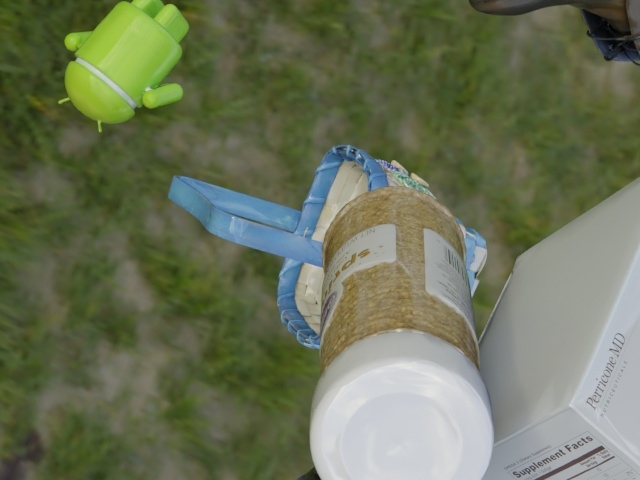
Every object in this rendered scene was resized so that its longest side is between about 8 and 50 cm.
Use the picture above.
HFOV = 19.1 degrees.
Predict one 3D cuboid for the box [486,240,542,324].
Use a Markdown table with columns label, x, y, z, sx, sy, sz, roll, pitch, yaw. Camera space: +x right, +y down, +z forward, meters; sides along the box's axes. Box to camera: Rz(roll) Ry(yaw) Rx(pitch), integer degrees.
| label | x | y | z | sx | sy | sz | roll | pitch | yaw |
| --- | --- | --- | --- | --- | --- | --- | --- | --- | --- |
| box | 0.283 | 0.142 | 2.097 | 0.163 | 0.247 | 0.142 | 25 | 120 | -11 |

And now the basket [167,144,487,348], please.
| label | x | y | z | sx | sy | sz | roll | pitch | yaw |
| --- | --- | --- | --- | --- | --- | --- | --- | --- | --- |
| basket | 0.000 | 0.000 | 1.923 | 0.289 | 0.255 | 0.201 | 12 | 99 | -19 |

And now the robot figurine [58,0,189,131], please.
| label | x | y | z | sx | sy | sz | roll | pitch | yaw |
| --- | --- | --- | --- | --- | --- | --- | --- | --- | --- |
| robot figurine | -0.156 | -0.142 | 1.503 | 0.115 | 0.101 | 0.067 | -52 | 160 | -6 |

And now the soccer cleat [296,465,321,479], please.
| label | x | y | z | sx | sy | sz | roll | pitch | yaw |
| --- | --- | --- | --- | --- | --- | --- | --- | --- | --- |
| soccer cleat | -0.026 | 0.227 | 1.340 | 0.289 | 0.093 | 0.121 | -10 | 119 | -61 |

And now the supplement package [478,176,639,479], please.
| label | x | y | z | sx | sy | sz | roll | pitch | yaw |
| --- | --- | --- | --- | --- | --- | --- | --- | --- | --- |
| supplement package | 0.215 | 0.104 | 1.415 | 0.145 | 0.204 | 0.262 | 39 | 51 | -12 |

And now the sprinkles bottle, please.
| label | x | y | z | sx | sy | sz | roll | pitch | yaw |
| --- | --- | --- | --- | --- | --- | --- | --- | --- | --- |
| sprinkles bottle | 0.057 | 0.071 | 1.384 | 0.121 | 0.355 | 0.121 | 0 | 110 | 1 |

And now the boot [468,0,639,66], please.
| label | x | y | z | sx | sy | sz | roll | pitch | yaw |
| --- | --- | --- | --- | --- | --- | --- | --- | --- | --- |
| boot | 0.183 | -0.137 | 1.137 | 0.219 | 0.082 | 0.106 | -16 | 112 | -23 |
